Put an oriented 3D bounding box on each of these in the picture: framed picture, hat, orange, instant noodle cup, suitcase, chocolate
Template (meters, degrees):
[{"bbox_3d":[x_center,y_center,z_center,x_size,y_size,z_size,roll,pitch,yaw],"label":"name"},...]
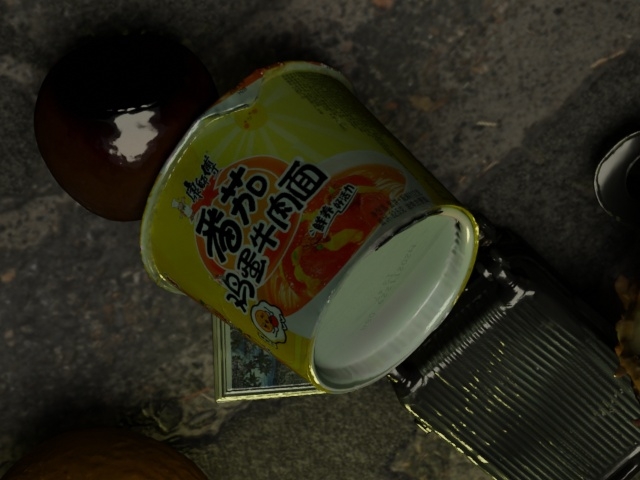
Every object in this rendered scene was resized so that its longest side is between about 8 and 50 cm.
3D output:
[{"bbox_3d":[-0.038,0.081,1.893,0.142,0.011,0.183,-4,119,-7],"label":"framed picture"},{"bbox_3d":[0.315,-0.071,1.844,0.121,0.050,0.121,-9,120,-16],"label":"hat"},{"bbox_3d":[-0.216,0.317,1.852,0.274,0.274,0.274,-4,119,-7],"label":"orange"},{"bbox_3d":[0.000,0.000,1.682,0.264,0.200,0.264,-34,148,-25],"label":"instant noodle cup"},{"bbox_3d":[0.203,0.132,1.893,0.202,0.128,0.312,-43,117,14],"label":"suitcase"},{"bbox_3d":[-0.171,-0.098,1.700,0.177,0.176,0.176,-4,119,-7],"label":"chocolate"}]

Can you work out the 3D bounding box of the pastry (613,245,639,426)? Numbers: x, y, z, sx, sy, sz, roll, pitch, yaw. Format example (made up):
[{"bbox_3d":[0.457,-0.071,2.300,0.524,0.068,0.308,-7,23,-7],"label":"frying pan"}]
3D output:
[{"bbox_3d":[0.457,0.040,1.785,0.337,0.292,0.405,14,96,-41],"label":"pastry"}]
